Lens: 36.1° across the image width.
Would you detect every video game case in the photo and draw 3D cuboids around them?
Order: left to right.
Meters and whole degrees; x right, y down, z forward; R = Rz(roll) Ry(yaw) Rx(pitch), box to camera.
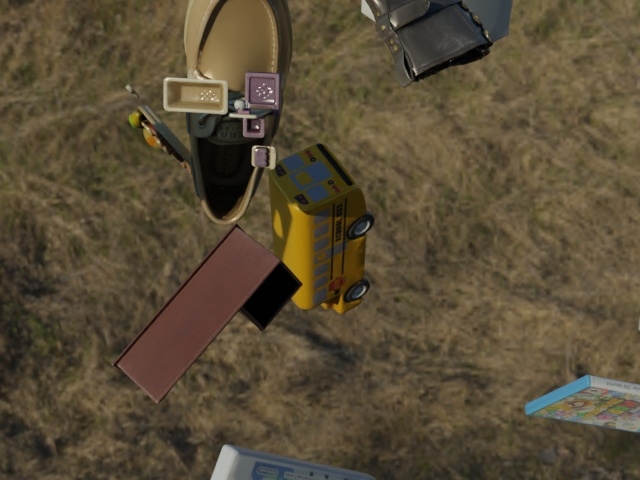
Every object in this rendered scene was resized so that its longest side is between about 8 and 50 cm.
[{"bbox_3d":[-0.073,0.473,1.471,0.036,0.300,0.329,16,-6,44],"label":"video game case"},{"bbox_3d":[0.338,0.190,1.127,0.166,0.119,0.015,12,60,-21],"label":"video game case"}]

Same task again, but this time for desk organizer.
[{"bbox_3d":[-0.077,0.058,0.686,0.050,0.047,0.130,35,80,33],"label":"desk organizer"}]

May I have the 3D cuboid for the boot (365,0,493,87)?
[{"bbox_3d":[0.126,-0.308,1.161,0.263,0.229,0.091,-35,-4,-30],"label":"boot"}]

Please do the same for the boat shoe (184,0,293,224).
[{"bbox_3d":[-0.094,-0.156,1.123,0.122,0.341,0.110,0,51,-6],"label":"boat shoe"}]

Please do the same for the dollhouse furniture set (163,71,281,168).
[{"bbox_3d":[-0.102,-0.113,0.929,0.114,0.091,0.081,5,14,11],"label":"dollhouse furniture set"}]

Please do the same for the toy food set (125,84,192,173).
[{"bbox_3d":[-0.231,-0.145,1.445,0.038,0.192,0.132,-42,10,-2],"label":"toy food set"}]

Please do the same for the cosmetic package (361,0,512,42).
[{"bbox_3d":[0.186,-0.485,1.500,0.156,0.385,0.217,-31,53,-25],"label":"cosmetic package"}]

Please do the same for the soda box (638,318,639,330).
[{"bbox_3d":[0.434,0.075,0.898,0.286,0.091,0.098,19,-15,-21],"label":"soda box"}]

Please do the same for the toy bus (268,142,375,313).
[{"bbox_3d":[0.000,0.000,1.530,0.130,0.332,0.108,-27,59,-18],"label":"toy bus"}]
